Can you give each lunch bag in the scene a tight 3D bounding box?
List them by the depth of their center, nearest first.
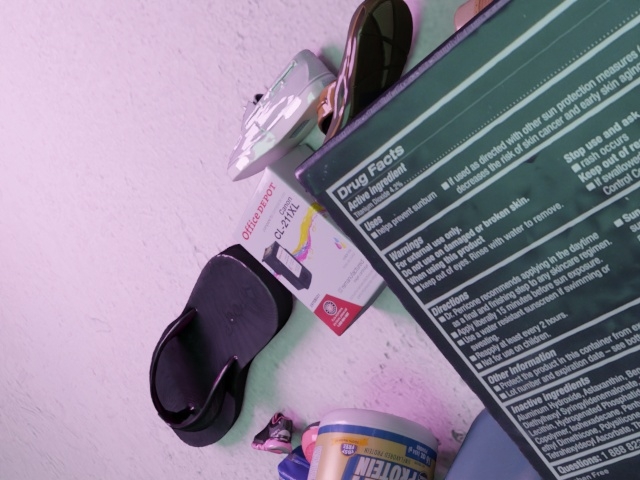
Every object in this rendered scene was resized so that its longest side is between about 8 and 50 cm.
[{"bbox_3d":[-0.015,0.338,1.054,0.098,0.067,0.065,19,126,31],"label":"lunch bag"}]

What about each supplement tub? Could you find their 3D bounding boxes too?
[{"bbox_3d":[0.050,0.306,0.837,0.144,0.200,0.144,11,153,6],"label":"supplement tub"}]

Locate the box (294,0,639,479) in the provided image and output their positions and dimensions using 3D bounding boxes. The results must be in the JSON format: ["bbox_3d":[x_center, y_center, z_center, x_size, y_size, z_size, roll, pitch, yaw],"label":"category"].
[{"bbox_3d":[0.201,-0.036,0.466,0.296,0.183,0.294,-36,96,36],"label":"box"}]

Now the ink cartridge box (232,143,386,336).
[{"bbox_3d":[0.000,0.000,0.825,0.175,0.072,0.127,42,135,10],"label":"ink cartridge box"}]

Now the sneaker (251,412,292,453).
[{"bbox_3d":[-0.067,0.283,1.085,0.047,0.057,0.119,15,160,-19],"label":"sneaker"}]

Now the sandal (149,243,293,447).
[{"bbox_3d":[-0.179,0.175,1.056,0.167,0.107,0.446,40,135,13],"label":"sandal"}]

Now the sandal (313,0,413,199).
[{"bbox_3d":[0.028,-0.135,0.712,0.060,0.090,0.219,42,139,34],"label":"sandal"}]

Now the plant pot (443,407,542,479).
[{"bbox_3d":[0.228,0.339,0.736,0.293,0.235,0.293,21,128,28],"label":"plant pot"}]

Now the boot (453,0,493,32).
[{"bbox_3d":[0.220,-0.101,0.568,0.206,0.090,0.249,-6,108,44],"label":"boot"}]

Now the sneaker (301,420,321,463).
[{"bbox_3d":[0.085,0.357,0.935,0.314,0.136,0.116,39,133,13],"label":"sneaker"}]

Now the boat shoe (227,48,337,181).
[{"bbox_3d":[-0.053,-0.132,0.795,0.063,0.066,0.184,58,138,9],"label":"boat shoe"}]
